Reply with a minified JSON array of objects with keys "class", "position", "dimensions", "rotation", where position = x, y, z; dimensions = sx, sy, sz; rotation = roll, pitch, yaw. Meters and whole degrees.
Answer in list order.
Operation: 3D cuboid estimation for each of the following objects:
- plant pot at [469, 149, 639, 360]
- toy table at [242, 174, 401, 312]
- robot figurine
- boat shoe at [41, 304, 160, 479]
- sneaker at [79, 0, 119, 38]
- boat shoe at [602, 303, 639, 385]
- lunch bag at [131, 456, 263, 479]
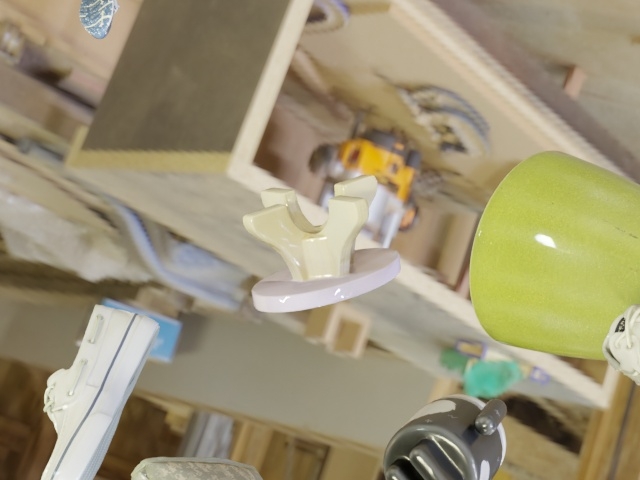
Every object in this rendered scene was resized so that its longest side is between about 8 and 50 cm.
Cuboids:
[{"class":"plant pot","position":[0.390,0.046,1.544],"dimensions":[0.293,0.275,0.274],"rotation":[19,169,45]},{"class":"toy table","position":[0.000,0.000,1.946],"dimensions":[0.252,0.161,0.274],"rotation":[4,-160,41]},{"class":"robot figurine","position":[0.208,0.360,2.036],"dimensions":[0.209,0.174,0.278],"rotation":[0,-169,25]},{"class":"boat shoe","position":[-0.225,0.153,1.141],"dimensions":[0.075,0.226,0.083],"rotation":[21,130,0]},{"class":"sneaker","position":[-0.307,-0.333,1.710],"dimensions":[0.052,0.135,0.058],"rotation":[-17,147,13]},{"class":"boat shoe","position":[0.349,0.105,1.272],"dimensions":[0.088,0.096,0.267],"rotation":[26,178,9]},{"class":"lunch bag","position":[-0.202,0.518,2.193],"dimensions":[0.287,0.169,0.235],"rotation":[25,-164,-45]}]
